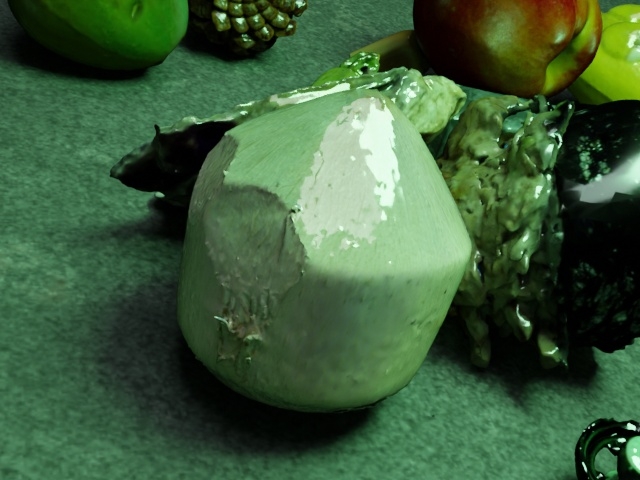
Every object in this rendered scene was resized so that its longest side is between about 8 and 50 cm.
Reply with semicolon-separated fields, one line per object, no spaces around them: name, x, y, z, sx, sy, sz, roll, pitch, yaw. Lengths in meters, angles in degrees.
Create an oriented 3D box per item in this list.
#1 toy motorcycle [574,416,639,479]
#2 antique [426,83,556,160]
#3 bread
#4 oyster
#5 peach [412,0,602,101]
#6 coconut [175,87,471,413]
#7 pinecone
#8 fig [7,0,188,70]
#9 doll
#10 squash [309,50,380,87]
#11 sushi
toy motorcycle;0.348;0.168;0.742;0.331;0.125;0.196;-19;51;-37
antique;0.196;-0.109;1.072;0.183;0.088;0.086;9;35;-12
bread;0.094;-0.234;1.240;0.062;0.103;0.049;58;44;-19
oyster;-0.028;-0.084;0.851;0.271;0.100;0.275;-11;10;32
peach;0.211;-0.273;1.135;0.199;0.243;0.243;-41;56;-5
coconut;0.000;0.000;0.703;0.224;0.234;0.224;8;36;-6
pinecone;-0.098;-0.305;1.159;0.173;0.174;0.173;12;35;-9
fig;-0.233;-0.268;1.031;0.191;0.181;0.181;44;34;-10
doll;0.505;-0.156;1.231;0.423;0.161;0.348;0;49;-23
squash;0.010;-0.132;1.033;0.090;0.075;0.200;14;53;26
sushi;0.188;-0.022;0.830;0.218;0.225;0.238;10;29;-1
